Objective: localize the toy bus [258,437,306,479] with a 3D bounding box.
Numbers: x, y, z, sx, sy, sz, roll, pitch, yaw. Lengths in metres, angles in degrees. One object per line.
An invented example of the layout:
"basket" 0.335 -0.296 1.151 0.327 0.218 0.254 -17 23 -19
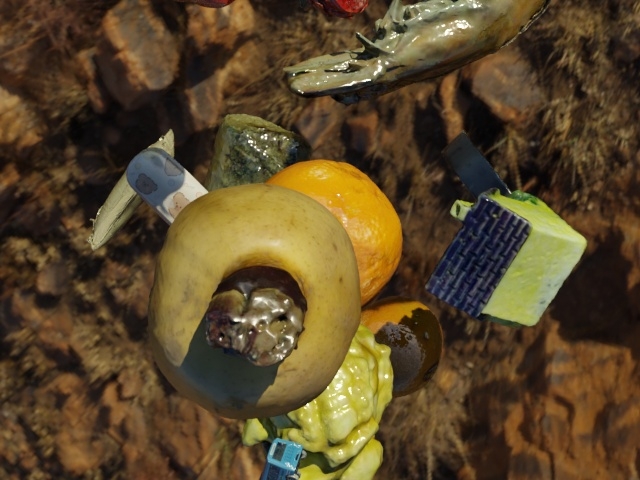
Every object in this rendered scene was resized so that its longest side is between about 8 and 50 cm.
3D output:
"toy bus" -0.045 0.266 1.179 0.046 0.038 0.083 18 138 3

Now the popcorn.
"popcorn" 0.001 0.209 1.348 0.195 0.256 0.255 8 82 -6

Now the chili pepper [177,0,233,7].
"chili pepper" -0.104 -0.266 0.980 0.192 0.086 0.084 13 147 53

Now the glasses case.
"glasses case" -0.171 -0.046 1.275 0.164 0.063 0.041 46 169 -9

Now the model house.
"model house" 0.257 0.017 1.596 0.211 0.170 0.194 15 116 -33

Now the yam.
"yam" -0.137 -0.091 1.986 0.195 0.195 0.300 24 110 12

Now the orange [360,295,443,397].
"orange" 0.144 0.207 2.008 0.206 0.206 0.206 11 120 20

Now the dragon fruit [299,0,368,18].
"dragon fruit" 0.018 -0.432 1.826 0.106 0.162 0.083 -3 99 35

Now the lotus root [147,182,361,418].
"lotus root" -0.050 0.046 0.767 0.183 0.310 0.182 0 87 -6

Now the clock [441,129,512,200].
"clock" 0.342 -0.070 1.934 0.061 0.312 0.312 -38 96 10

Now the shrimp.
"shrimp" 0.082 -0.199 0.811 0.253 0.058 0.173 -21 133 -7

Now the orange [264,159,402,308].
"orange" 0.000 0.000 1.625 0.261 0.261 0.261 11 120 20

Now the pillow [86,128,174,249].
"pillow" -0.298 -0.082 1.622 0.053 0.119 0.208 39 105 -12
